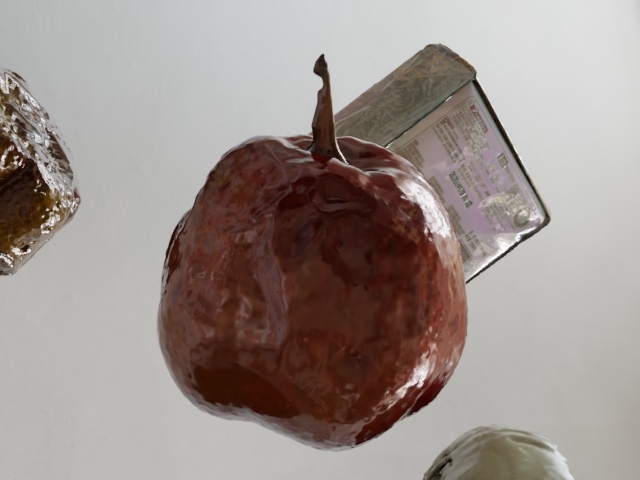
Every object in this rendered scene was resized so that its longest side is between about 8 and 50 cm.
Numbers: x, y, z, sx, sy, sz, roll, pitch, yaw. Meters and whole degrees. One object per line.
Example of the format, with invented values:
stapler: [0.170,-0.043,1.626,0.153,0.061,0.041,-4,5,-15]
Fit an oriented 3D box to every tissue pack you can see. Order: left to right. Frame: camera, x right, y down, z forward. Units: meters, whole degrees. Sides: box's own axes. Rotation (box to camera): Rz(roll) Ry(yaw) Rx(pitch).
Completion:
tissue pack: [0.120,-0.068,0.999,0.185,0.124,0.225,-38,-53,2]

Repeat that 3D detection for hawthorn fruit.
hawthorn fruit: [0.000,0.000,0.600,0.208,0.207,0.243,1,-71,-15]

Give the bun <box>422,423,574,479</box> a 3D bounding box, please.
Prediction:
bun: [0.129,0.292,0.696,0.146,0.287,0.287,-5,-101,-3]

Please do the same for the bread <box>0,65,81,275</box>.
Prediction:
bread: [-0.348,-0.084,0.934,0.135,0.246,0.232,-34,-49,5]
